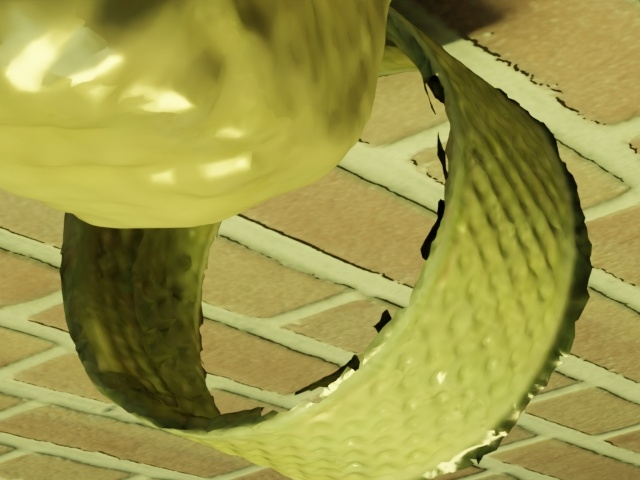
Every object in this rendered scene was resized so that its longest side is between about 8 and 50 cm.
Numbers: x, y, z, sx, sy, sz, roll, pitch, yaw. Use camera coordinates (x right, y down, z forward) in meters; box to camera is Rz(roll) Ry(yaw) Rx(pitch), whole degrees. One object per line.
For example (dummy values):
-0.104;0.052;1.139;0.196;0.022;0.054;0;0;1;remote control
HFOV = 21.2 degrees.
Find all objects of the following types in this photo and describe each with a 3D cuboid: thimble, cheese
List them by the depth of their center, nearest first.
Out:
-0.065;-0.164;0.536;0.115;0.326;0.318;-7;121;17;cheese
0.000;0.000;0.959;0.271;0.271;0.150;-19;153;28;thimble
